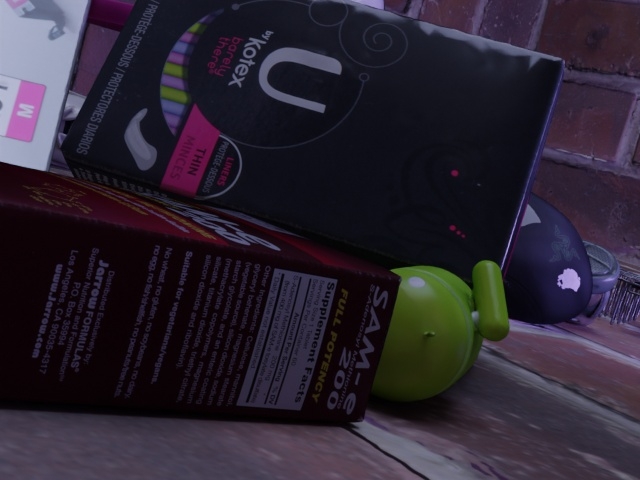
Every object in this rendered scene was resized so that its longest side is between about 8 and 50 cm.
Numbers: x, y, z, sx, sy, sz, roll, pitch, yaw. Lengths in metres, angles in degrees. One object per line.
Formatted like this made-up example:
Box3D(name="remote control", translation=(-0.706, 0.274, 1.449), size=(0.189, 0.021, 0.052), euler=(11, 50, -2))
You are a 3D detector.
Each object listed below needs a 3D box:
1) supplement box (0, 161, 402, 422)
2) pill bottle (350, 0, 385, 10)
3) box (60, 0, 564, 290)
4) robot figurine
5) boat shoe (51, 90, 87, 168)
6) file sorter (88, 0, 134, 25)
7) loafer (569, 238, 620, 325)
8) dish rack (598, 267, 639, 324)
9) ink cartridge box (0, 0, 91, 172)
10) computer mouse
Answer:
Box3D(name="supplement box", translation=(-0.098, 0.015, 0.460), size=(0.239, 0.073, 0.130), euler=(12, 6, -42))
Box3D(name="pill bottle", translation=(-0.022, -0.194, 1.238), size=(0.210, 0.210, 0.363), euler=(19, -32, 27))
Box3D(name="box", translation=(-0.001, -0.052, 0.728), size=(0.270, 0.165, 0.143), euler=(17, -22, 9))
Box3D(name="robot figurine", translation=(0.047, 0.047, 0.577), size=(0.101, 0.067, 0.115), euler=(-12, -3, 16))
Box3D(name="boat shoe", translation=(-0.293, -0.126, 1.282), size=(0.267, 0.096, 0.088), euler=(22, -5, -41))
Box3D(name="file sorter", translation=(-0.124, -0.102, 0.996), size=(0.291, 0.182, 0.202), euler=(18, 7, 31))
Box3D(name="loafer", translation=(0.165, 0.031, 1.158), size=(0.267, 0.084, 0.096), euler=(13, 36, 7))
Box3D(name="dish rack", translation=(0.318, 0.051, 1.332), size=(0.271, 0.074, 0.208), euler=(20, 8, 24))
Box3D(name="ink cartridge box", translation=(-0.295, -0.158, 0.810), size=(0.239, 0.275, 0.060), euler=(15, -38, -15))
Box3D(name="computer mouse", translation=(0.138, -0.014, 1.065), size=(0.272, 0.188, 0.072), euler=(25, -36, 5))
